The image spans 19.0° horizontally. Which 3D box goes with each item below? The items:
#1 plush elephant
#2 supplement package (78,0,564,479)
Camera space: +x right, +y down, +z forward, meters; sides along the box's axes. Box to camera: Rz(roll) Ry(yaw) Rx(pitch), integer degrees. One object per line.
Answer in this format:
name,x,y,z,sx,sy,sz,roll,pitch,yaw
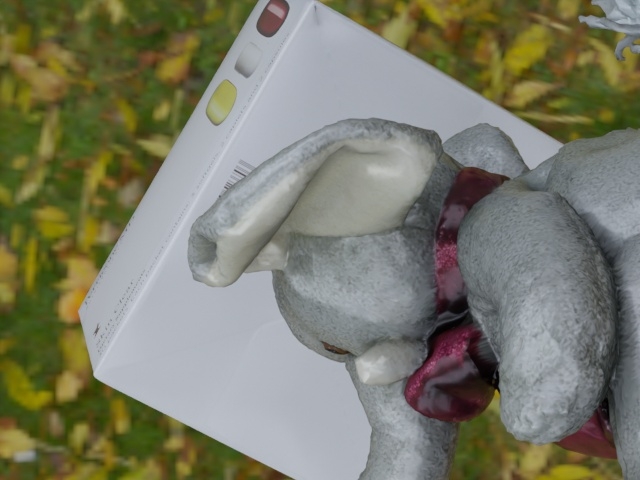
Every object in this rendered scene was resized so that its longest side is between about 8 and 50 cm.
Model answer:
plush elephant,0.084,0.036,0.888,0.255,0.272,0.330,-13,82,29
supplement package,0.000,0.000,1.209,0.261,0.204,0.145,-59,16,6
